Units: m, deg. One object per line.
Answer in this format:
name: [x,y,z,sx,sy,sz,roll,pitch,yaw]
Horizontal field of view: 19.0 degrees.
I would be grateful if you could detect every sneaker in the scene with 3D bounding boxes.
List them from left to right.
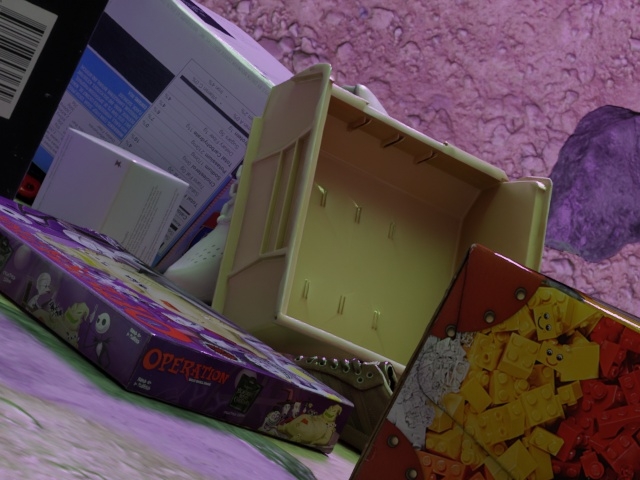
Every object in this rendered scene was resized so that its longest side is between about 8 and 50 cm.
sneaker: [-0.040,-0.040,1.793,0.111,0.297,0.129,3,-55,54]
sneaker: [0.023,0.116,1.476,0.188,0.071,0.066,28,4,13]

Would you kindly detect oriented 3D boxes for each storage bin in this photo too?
storage bin: [0.059,0.008,1.700,0.262,0.260,0.123,24,-26,-29]

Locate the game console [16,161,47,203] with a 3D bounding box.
game console: [-0.384,-0.118,2.158,0.342,0.060,0.386,34,6,13]

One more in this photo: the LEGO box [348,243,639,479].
LEGO box: [0.311,0.204,1.335,0.372,0.193,0.500,29,4,32]

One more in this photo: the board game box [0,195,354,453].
board game box: [-0.153,0.047,1.427,0.208,0.056,0.347,18,9,-44]

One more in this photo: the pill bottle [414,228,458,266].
pill bottle: [0.037,0.034,1.939,0.153,0.153,0.265,26,-2,-22]

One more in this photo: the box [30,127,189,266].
box: [-0.202,-0.037,1.812,0.102,0.101,0.087,28,3,38]

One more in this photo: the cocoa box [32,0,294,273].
cocoa box: [-0.136,-0.110,2.067,0.231,0.228,0.347,42,7,13]

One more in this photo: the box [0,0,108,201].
box: [-0.360,-0.219,1.701,0.294,0.296,0.183,30,5,38]
